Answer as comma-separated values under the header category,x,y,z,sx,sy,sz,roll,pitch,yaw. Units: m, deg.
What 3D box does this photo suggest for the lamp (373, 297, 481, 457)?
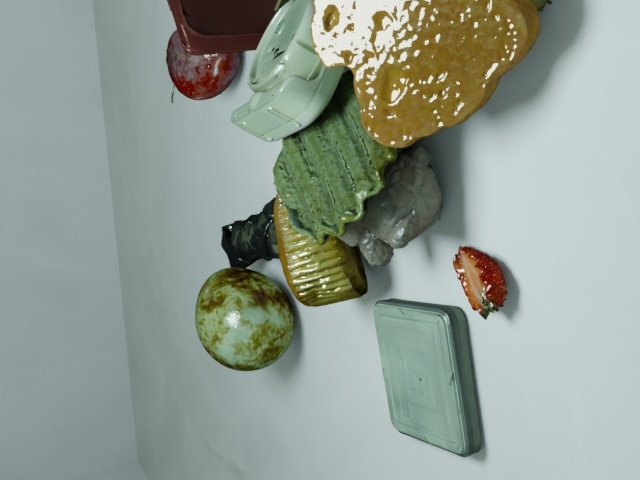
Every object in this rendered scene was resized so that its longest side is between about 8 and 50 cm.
category,x,y,z,sx,sy,sz,roll,pitch,yaw
lamp,0.192,0.244,1.684,0.269,0.047,0.266,0,101,65

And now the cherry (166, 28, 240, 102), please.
category,x,y,z,sx,sy,sz,roll,pitch,yaw
cherry,-0.286,-0.446,2.266,0.250,0.175,0.192,-3,81,63

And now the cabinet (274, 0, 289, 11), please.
category,x,y,z,sx,sy,sz,roll,pitch,yaw
cabinet,-0.063,-0.557,1.633,0.175,0.215,0.148,39,147,4

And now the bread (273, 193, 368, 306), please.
category,x,y,z,sx,sy,sz,roll,pitch,yaw
bread,0.000,0.000,1.801,0.227,0.143,0.253,16,-122,-70

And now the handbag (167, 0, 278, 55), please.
category,x,y,z,sx,sy,sz,roll,pitch,yaw
handbag,-0.204,-0.534,1.962,0.084,0.260,0.275,127,129,-61

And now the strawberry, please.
category,x,y,z,sx,sy,sz,roll,pitch,yaw
strawberry,0.258,0.061,1.474,0.152,0.048,0.103,-108,15,-48

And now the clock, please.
category,x,y,z,sx,sy,sz,roll,pitch,yaw
clock,-0.042,-0.355,1.737,0.265,0.109,0.324,-17,51,62

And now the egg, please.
category,x,y,z,sx,sy,sz,roll,pitch,yaw
egg,-0.190,0.185,2.245,0.289,0.238,0.238,-124,34,-48

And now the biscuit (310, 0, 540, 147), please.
category,x,y,z,sx,sy,sz,roll,pitch,yaw
biscuit,0.131,-0.305,1.297,0.312,0.057,0.351,43,132,10

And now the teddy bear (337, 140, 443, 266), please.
category,x,y,z,sx,sy,sz,roll,pitch,yaw
teddy bear,0.114,-0.072,1.596,0.267,0.151,0.235,-7,70,57

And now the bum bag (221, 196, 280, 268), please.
category,x,y,z,sx,sy,sz,roll,pitch,yaw
bum bag,-0.160,-0.003,2.281,0.340,0.095,0.143,-23,77,57

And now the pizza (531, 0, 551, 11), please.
category,x,y,z,sx,sy,sz,roll,pitch,yaw
pizza,0.224,-0.385,1.322,0.323,0.090,0.223,51,140,46

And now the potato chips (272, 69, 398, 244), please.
category,x,y,z,sx,sy,sz,roll,pitch,yaw
potato chips,0.040,-0.184,1.600,0.358,0.070,0.429,-54,25,19
